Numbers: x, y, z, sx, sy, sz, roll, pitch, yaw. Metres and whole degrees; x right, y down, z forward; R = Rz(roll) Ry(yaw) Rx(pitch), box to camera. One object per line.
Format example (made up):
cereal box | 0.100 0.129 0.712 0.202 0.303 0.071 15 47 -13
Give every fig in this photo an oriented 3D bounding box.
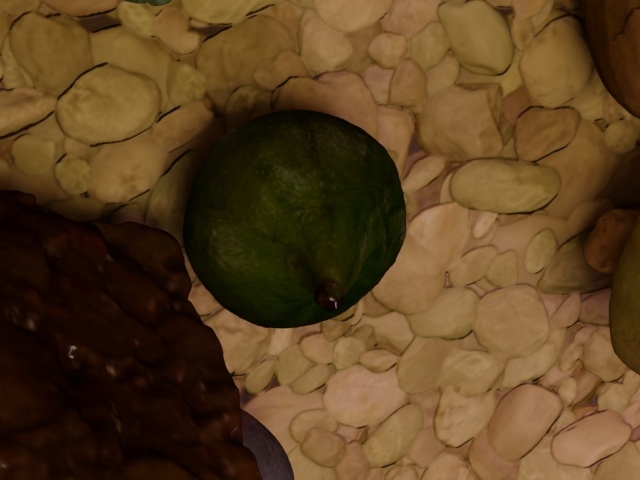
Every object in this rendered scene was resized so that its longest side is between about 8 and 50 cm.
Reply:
fig | 0.000 0.000 1.565 0.203 0.235 0.203 -11 116 -23

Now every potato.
potato | 0.293 0.000 1.814 0.083 0.062 0.068 6 154 -34

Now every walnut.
walnut | 0.302 -0.195 1.666 0.137 0.137 0.245 -28 133 -9

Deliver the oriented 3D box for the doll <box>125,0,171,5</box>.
doll | -0.124 -0.257 1.469 0.115 0.077 0.150 13 99 -42

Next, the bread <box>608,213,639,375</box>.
bread | 0.389 0.035 1.789 0.270 0.148 0.270 -34 140 -35

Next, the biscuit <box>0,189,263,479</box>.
biscuit | -0.251 0.109 1.427 0.395 0.343 0.166 17 128 -37

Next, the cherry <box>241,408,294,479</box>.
cherry | -0.112 0.224 1.693 0.176 0.140 0.176 9 74 -32
